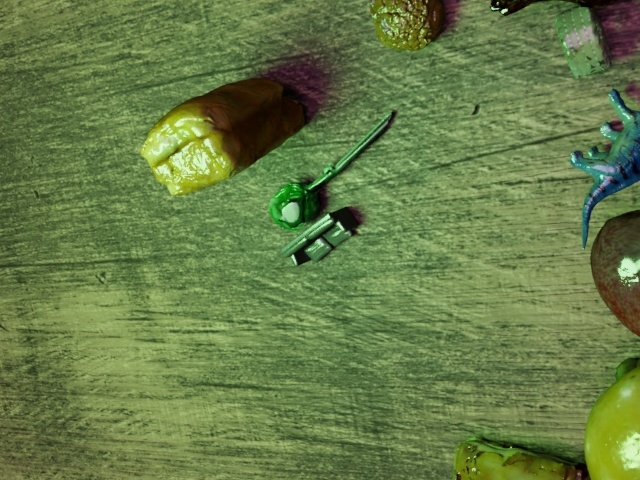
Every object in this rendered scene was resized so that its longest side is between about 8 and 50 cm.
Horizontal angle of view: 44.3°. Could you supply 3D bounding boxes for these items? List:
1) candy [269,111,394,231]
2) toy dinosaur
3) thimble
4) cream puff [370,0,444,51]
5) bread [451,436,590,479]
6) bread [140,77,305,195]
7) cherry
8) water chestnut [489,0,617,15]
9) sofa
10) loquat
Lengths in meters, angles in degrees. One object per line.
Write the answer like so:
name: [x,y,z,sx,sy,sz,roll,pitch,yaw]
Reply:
candy: [0.026,-0.137,1.530,0.323,0.097,0.097,-41,83,22]
toy dinosaur: [0.481,-0.145,1.253,0.329,0.076,0.144,-46,57,2]
thimble: [0.418,-0.317,1.251,0.062,0.084,0.109,-17,93,30]
cream puff: [0.145,-0.399,1.365,0.126,0.103,0.143,-4,96,30]
bread: [0.355,0.547,1.442,0.278,0.167,0.324,7,88,27]
bread: [-0.177,-0.207,1.456,0.195,0.344,0.148,-17,105,29]
cherry: [0.549,0.051,1.216,0.240,0.206,0.239,8,110,23]
water chestnut: [0.356,-0.470,1.156,0.289,0.289,0.244,63,155,0]
sofa: [0.000,0.000,1.566,0.147,0.085,0.060,-36,83,30]
loquat: [0.569,0.316,1.236,0.328,0.329,0.359,-64,28,26]
